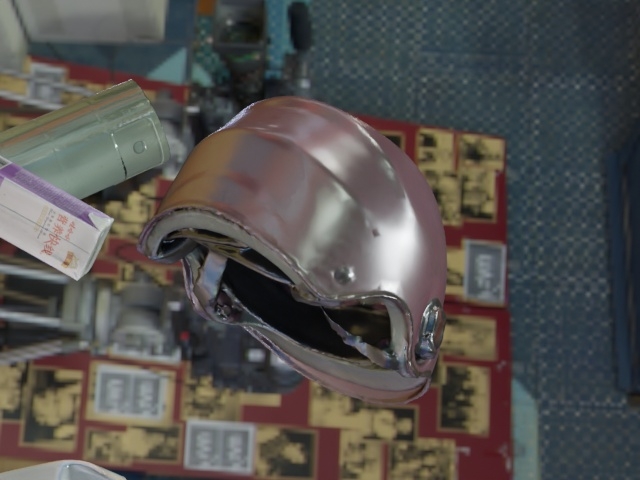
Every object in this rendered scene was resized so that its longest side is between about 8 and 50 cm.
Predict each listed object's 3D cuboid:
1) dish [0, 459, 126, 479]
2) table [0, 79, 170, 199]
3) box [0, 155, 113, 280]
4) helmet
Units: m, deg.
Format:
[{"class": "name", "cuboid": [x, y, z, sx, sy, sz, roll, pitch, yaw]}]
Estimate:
[{"class": "dish", "cuboid": [-0.414, 0.398, 1.815, 0.154, 0.234, 0.064, 43, 35, -53]}, {"class": "table", "cuboid": [-0.330, -0.120, 1.587, 0.126, 0.220, 0.126, 54, -19, 28]}, {"class": "box", "cuboid": [-0.221, -0.020, 0.900, 0.050, 0.117, 0.036, -59, -178, 21]}, {"class": "helmet", "cuboid": [0.000, 0.000, 1.096, 0.338, 0.271, 0.197, 45, 62, -47]}]
